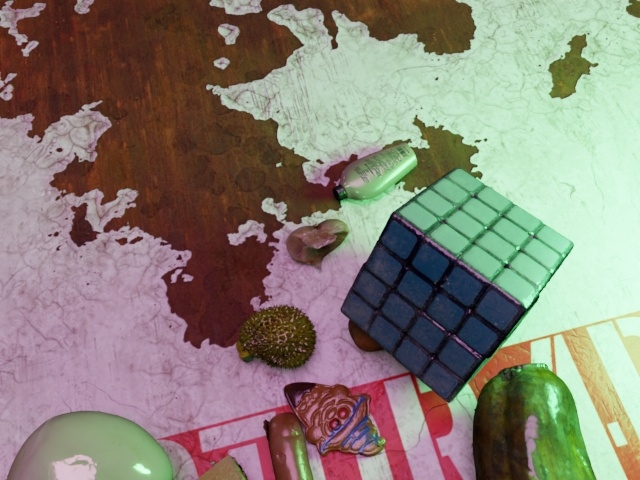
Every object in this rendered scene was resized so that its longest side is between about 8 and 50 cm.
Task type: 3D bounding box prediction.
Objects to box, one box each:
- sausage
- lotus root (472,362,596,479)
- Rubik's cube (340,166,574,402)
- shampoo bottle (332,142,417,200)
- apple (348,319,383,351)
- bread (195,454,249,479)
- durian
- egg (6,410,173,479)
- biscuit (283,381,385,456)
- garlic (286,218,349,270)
[{"bbox_3d":[-0.046,0.592,1.457,0.094,0.094,0.418,-32,58,30],"label":"sausage"},{"bbox_3d":[0.459,0.442,1.431,0.251,0.250,0.345,0,62,3],"label":"lotus root"},{"bbox_3d":[0.308,0.090,1.505,0.344,0.337,0.344,37,40,18],"label":"Rubik's cube"},{"bbox_3d":[0.149,-0.188,1.866,0.257,0.078,0.127,-28,69,-14],"label":"shampoo bottle"},{"bbox_3d":[0.135,0.218,1.640,0.126,0.102,0.126,-4,58,6],"label":"apple"},{"bbox_3d":[-0.262,0.619,1.451,0.266,0.142,0.178,-36,81,-13],"label":"bread"},{"bbox_3d":[-0.105,0.230,1.621,0.198,0.146,0.159,13,62,5],"label":"durian"},{"bbox_3d":[-0.496,0.515,1.420,0.345,0.283,0.282,6,62,-7],"label":"egg"},{"bbox_3d":[0.031,0.422,1.578,0.280,0.043,0.183,32,65,15],"label":"biscuit"},{"bbox_3d":[-0.003,0.001,1.774,0.175,0.099,0.124,-21,44,-13],"label":"garlic"}]
